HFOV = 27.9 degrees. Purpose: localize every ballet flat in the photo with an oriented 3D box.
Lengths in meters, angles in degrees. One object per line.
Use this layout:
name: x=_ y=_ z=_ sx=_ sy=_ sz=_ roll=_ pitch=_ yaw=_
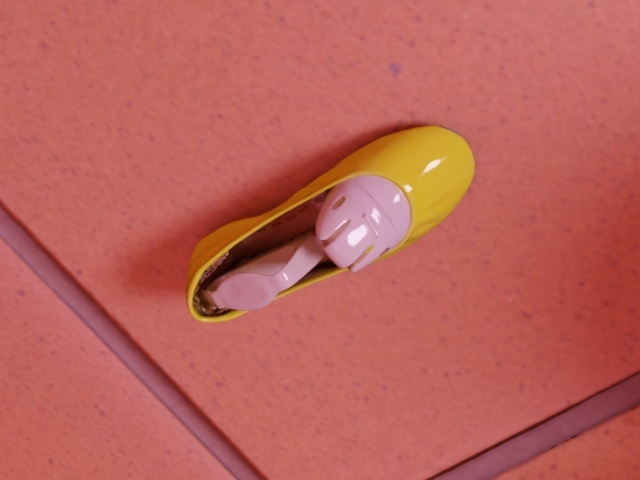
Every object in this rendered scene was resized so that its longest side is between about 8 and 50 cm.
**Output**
ballet flat: x=0.000 y=0.000 z=0.866 sx=0.231 sy=0.077 sz=0.077 roll=-25 pitch=109 yaw=27
